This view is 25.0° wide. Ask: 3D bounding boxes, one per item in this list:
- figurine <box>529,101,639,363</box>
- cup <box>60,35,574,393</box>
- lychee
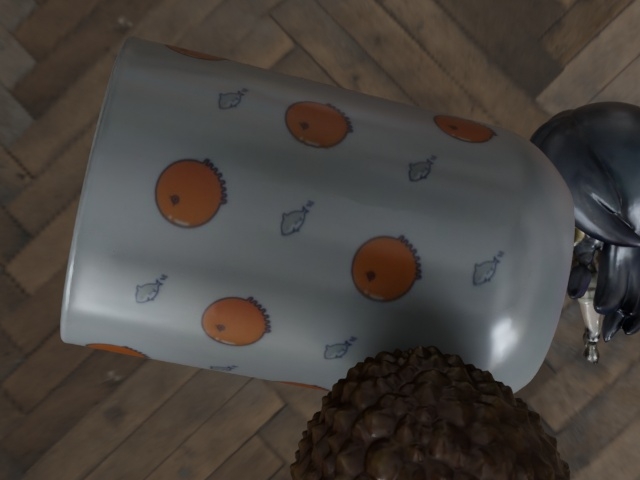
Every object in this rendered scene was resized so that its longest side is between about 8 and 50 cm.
[{"bbox_3d":[0.313,-0.017,1.524,0.197,0.175,0.265,-32,117,-4],"label":"figurine"},{"bbox_3d":[0.000,0.000,0.992,0.317,0.212,0.212,13,90,-5],"label":"cup"},{"bbox_3d":[0.067,0.179,0.870,0.200,0.200,0.238,-8,118,5],"label":"lychee"}]
